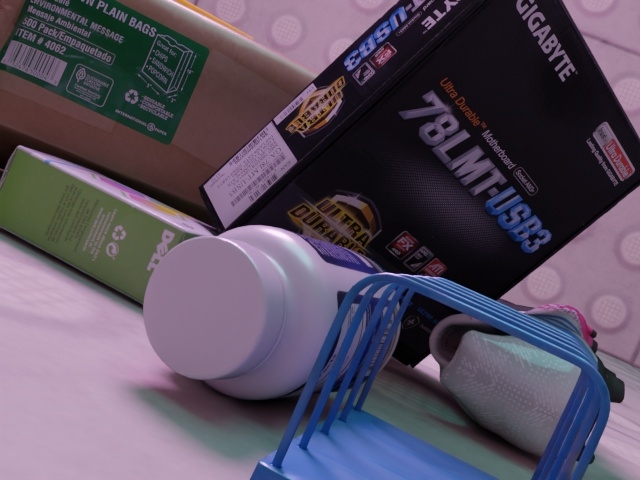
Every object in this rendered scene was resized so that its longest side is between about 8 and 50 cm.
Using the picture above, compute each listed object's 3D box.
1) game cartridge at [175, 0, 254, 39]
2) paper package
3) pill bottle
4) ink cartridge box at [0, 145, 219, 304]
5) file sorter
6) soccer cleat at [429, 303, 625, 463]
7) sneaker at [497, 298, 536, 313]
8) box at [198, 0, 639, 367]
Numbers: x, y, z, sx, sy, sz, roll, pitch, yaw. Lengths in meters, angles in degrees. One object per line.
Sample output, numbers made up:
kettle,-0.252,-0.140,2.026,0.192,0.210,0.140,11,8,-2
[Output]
game cartridge,-0.297,-0.261,1.430,0.285,0.324,0.052,22,6,-36
paper package,-0.175,-0.118,0.841,0.324,0.168,0.309,23,-11,-20
pill bottle,-0.023,0.042,0.476,0.094,0.094,0.169,25,3,25
ink cartridge box,-0.127,0.005,0.624,0.209,0.062,0.109,25,2,19
file sorter,0.063,0.079,0.398,0.118,0.105,0.170,24,4,15
soccer cleat,0.170,0.098,0.752,0.143,0.116,0.331,26,4,7
sneaker,0.224,0.107,1.077,0.295,0.105,0.147,16,13,-39
box,0.102,-0.051,0.693,0.295,0.293,0.073,39,16,-45
